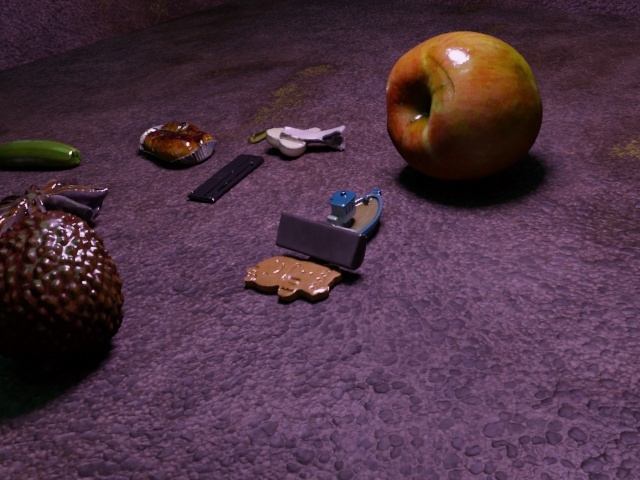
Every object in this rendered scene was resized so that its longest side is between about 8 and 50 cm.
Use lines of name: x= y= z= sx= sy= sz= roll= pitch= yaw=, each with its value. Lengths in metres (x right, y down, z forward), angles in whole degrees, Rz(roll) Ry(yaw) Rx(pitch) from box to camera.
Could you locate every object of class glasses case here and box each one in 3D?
glasses case: x=-0.001 y=-0.001 z=1.280 sx=0.190 sy=0.072 sz=0.042 roll=17 pitch=13 yaw=33

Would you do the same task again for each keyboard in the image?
keyboard: x=-0.240 y=-0.163 z=1.705 sx=0.087 sy=0.017 sz=0.250 roll=9 pitch=35 yaw=25

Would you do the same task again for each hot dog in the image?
hot dog: x=-0.408 y=-0.284 z=1.889 sx=0.162 sy=0.082 sz=0.270 roll=-28 pitch=35 yaw=-33

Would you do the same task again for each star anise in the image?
star anise: x=-0.646 y=-0.052 z=1.527 sx=0.331 sy=0.118 sz=0.332 roll=-14 pitch=26 yaw=7

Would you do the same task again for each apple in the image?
apple: x=0.322 y=-0.296 z=1.493 sx=0.339 sy=0.340 sz=0.340 roll=-6 pitch=30 yaw=4

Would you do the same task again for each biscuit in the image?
biscuit: x=-0.050 y=0.065 z=1.263 sx=0.184 sy=0.027 sz=0.133 roll=18 pitch=41 yaw=37

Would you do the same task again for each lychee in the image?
lychee: x=-0.451 y=0.086 z=1.119 sx=0.235 sy=0.271 sz=0.236 roll=6 pitch=6 yaw=-1

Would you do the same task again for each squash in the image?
squash: x=-0.833 y=-0.255 z=1.945 sx=0.292 sy=0.082 sz=0.082 roll=2 pitch=32 yaw=18

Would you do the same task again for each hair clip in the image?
hair clip: x=-0.039 y=-0.282 z=1.804 sx=0.218 sy=0.071 sz=0.159 roll=4 pitch=29 yaw=9

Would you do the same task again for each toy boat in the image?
toy boat: x=0.064 y=-0.052 z=1.359 sx=0.088 sy=0.102 sz=0.215 roll=16 pitch=38 yaw=32

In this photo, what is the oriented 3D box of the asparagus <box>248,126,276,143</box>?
asparagus: x=-0.165 y=-0.308 z=1.922 sx=0.108 sy=0.025 sz=0.021 roll=-33 pitch=28 yaw=-35
